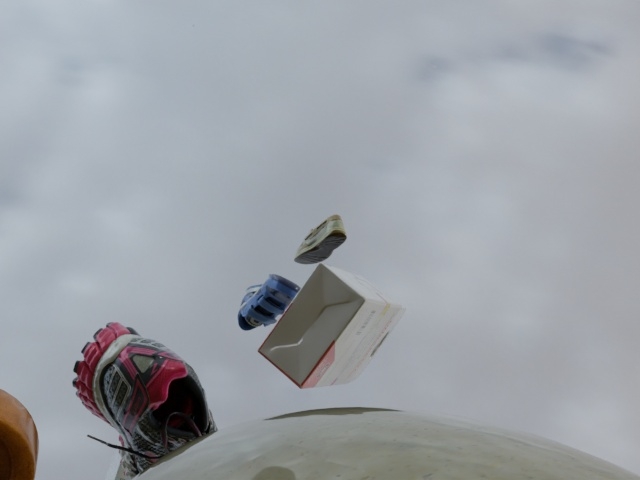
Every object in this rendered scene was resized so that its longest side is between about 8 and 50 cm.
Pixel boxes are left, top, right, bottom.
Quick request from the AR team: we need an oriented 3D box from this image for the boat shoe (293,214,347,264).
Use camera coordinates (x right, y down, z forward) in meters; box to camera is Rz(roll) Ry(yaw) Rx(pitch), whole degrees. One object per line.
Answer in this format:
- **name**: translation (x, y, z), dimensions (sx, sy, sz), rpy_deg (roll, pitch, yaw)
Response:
- **boat shoe**: translation (0.000, 0.000, 1.347), dimensions (0.050, 0.135, 0.045), rpy_deg (16, -122, -31)

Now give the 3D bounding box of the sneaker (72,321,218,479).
- **sneaker**: translation (-0.166, 0.218, 0.897), dimensions (0.121, 0.112, 0.299), rpy_deg (-56, -35, -29)

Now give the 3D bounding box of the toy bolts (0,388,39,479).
- **toy bolts**: translation (-0.302, 0.098, 0.465), dimensions (0.228, 0.158, 0.218), rpy_deg (-39, -58, -13)

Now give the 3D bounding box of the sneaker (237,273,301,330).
- **sneaker**: translation (-0.070, 0.086, 1.082), dimensions (0.053, 0.144, 0.059), rpy_deg (34, -119, -12)

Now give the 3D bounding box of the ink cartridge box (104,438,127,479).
- **ink cartridge box**: translation (-0.318, 0.371, 1.323), dimensions (0.045, 0.145, 0.179), rpy_deg (23, -104, -14)

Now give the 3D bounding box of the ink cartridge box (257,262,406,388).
- **ink cartridge box**: translation (0.021, 0.097, 0.894), dimensions (0.067, 0.198, 0.115), rpy_deg (38, -85, 20)

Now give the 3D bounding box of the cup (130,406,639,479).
- **cup**: translation (0.060, 0.208, 0.334), dimensions (0.331, 0.331, 0.237), rpy_deg (32, -40, -15)
